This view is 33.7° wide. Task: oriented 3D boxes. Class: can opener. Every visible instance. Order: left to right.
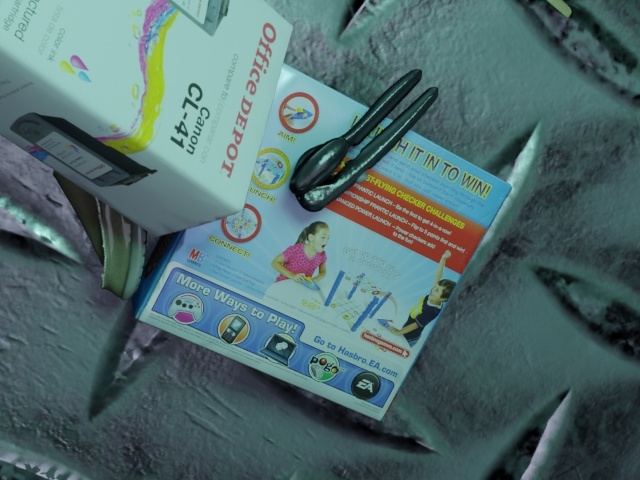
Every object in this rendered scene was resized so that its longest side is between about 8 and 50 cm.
[{"bbox_3d":[0.045,-0.098,1.051,0.186,0.073,0.059,-39,103,-11],"label":"can opener"}]

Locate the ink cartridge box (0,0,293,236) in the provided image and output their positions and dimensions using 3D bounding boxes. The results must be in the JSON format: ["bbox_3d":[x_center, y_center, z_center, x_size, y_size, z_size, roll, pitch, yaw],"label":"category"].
[{"bbox_3d":[-0.186,-0.178,0.930,0.306,0.131,0.226,35,57,-37],"label":"ink cartridge box"}]

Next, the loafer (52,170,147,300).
[{"bbox_3d":[-0.224,-0.063,1.072,0.087,0.094,0.251,-5,97,-8],"label":"loafer"}]

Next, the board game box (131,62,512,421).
[{"bbox_3d":[0.000,0.000,1.144,0.308,0.086,0.302,26,97,-20],"label":"board game box"}]

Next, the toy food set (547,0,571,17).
[{"bbox_3d":[0.281,-0.311,1.165,0.078,0.019,0.122,35,85,-18],"label":"toy food set"}]
